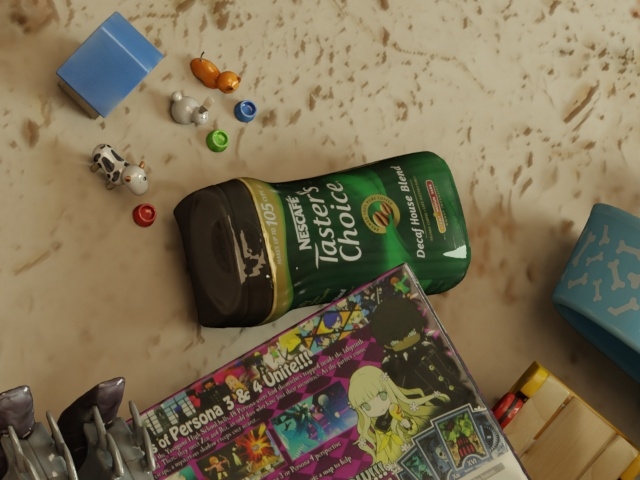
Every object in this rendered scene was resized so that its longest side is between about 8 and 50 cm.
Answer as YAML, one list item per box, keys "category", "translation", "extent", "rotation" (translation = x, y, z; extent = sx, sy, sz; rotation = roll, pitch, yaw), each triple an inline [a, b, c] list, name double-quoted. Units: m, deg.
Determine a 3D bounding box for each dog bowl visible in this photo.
- category: "dog bowl"
  translation: [0.279, 0.094, 1.243]
  extent: [0.297, 0.166, 0.074]
  rotation: [40, 86, -11]

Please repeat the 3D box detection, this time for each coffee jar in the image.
- category: "coffee jar"
  translation: [0.000, 0.000, 1.180]
  extent: [0.184, 0.079, 0.096]
  rotation: [-10, 80, -27]

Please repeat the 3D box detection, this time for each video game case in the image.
- category: "video game case"
  translation: [0.004, 0.159, 1.099]
  extent: [0.232, 0.042, 0.210]
  rotation: [-31, 90, 2]

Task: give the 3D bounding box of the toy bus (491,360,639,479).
- category: "toy bus"
  translation: [0.114, 0.174, 1.168]
  extent: [0.202, 0.104, 0.191]
  rotation: [-4, 90, 4]

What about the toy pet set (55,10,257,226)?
- category: "toy pet set"
  translation: [-0.103, -0.092, 1.166]
  extent: [0.114, 0.065, 0.122]
  rotation: [44, 62, -8]

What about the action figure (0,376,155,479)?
- category: "action figure"
  translation: [-0.097, 0.215, 0.980]
  extent: [0.185, 0.099, 0.285]
  rotation: [-11, 66, -41]
